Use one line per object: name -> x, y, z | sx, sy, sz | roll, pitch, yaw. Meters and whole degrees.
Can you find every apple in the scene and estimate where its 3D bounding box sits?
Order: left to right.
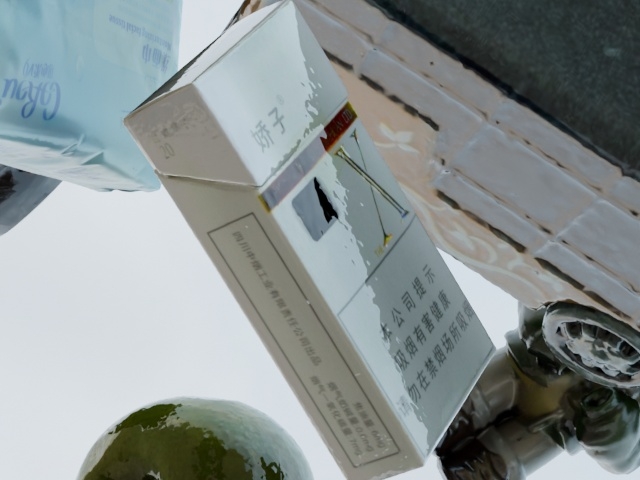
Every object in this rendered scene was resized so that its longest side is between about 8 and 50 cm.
apple -> -0.093, 0.213, 1.490 | 0.196, 0.157, 0.196 | -12, -108, 41

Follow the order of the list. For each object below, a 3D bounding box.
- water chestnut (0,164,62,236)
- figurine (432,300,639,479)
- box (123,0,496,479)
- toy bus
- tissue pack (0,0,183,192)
water chestnut -> -0.340, -0.107, 1.715 | 0.289, 0.289, 0.244 | -27, -73, 25
figurine -> 0.242, 0.071, 1.434 | 0.370, 0.167, 0.281 | -30, -93, 0
box -> 0.000, 0.000, 0.688 | 0.040, 0.084, 0.154 | -21, -74, 35
toy bus -> 0.127, -0.058, 0.836 | 0.323, 0.194, 0.162 | 33, -113, -2
tissue pack -> -0.173, -0.133, 1.220 | 0.089, 0.263, 0.177 | 1, -96, 23
